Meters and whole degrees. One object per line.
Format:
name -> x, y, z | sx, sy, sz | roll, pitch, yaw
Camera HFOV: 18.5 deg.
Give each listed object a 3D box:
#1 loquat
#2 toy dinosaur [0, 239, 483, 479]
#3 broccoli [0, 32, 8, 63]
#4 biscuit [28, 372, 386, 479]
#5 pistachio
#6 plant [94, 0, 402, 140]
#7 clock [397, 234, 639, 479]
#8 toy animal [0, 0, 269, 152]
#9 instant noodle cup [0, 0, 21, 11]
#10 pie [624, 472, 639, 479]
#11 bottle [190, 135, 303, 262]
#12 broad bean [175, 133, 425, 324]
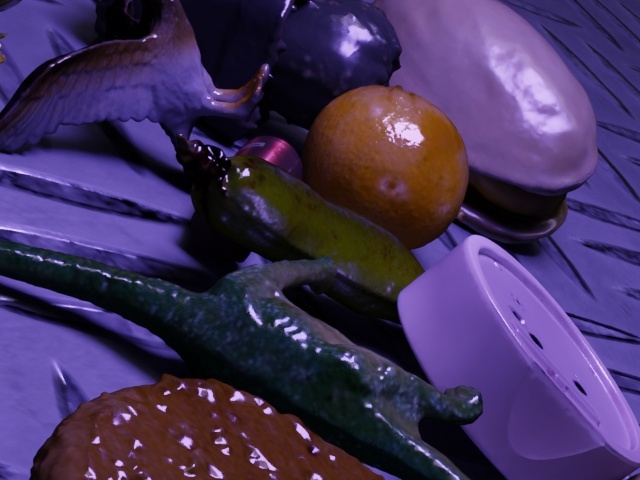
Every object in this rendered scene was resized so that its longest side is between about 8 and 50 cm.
loquat -> 0.053, -0.057, 1.575 | 0.141, 0.141, 0.141 | 27, 22, -12
toy dinosaur -> -0.058, 0.075, 1.199 | 0.447, 0.087, 0.301 | 38, 20, 34
broccoli -> -0.278, -0.137, 1.215 | 0.194, 0.194, 0.219 | 19, 17, -29
biscuit -> -0.031, 0.187, 1.004 | 0.296, 0.075, 0.296 | 31, 23, -15
pistachio -> 0.129, -0.127, 1.794 | 0.197, 0.166, 0.288 | -16, 52, -32
plant -> -0.060, -0.169, 1.660 | 0.256, 0.142, 0.164 | 22, 20, 6
clock -> 0.140, 0.093, 1.365 | 0.197, 0.068, 0.197 | 46, 16, -17
toy animal -> -0.115, -0.146, 1.484 | 0.160, 0.197, 0.272 | 31, 17, -9
instant noodle cup -> -0.300, -0.251, 1.523 | 0.122, 0.151, 0.151 | -7, 42, -43
pie -> 0.209, 0.226, 1.248 | 0.128, 0.068, 0.282 | 31, 23, 12
bottle -> -0.056, -0.030, 1.471 | 0.060, 0.060, 0.164 | 32, 21, 1
broad bean -> 0.000, 0.000, 1.396 | 0.339, 0.061, 0.077 | 30, 18, -42
